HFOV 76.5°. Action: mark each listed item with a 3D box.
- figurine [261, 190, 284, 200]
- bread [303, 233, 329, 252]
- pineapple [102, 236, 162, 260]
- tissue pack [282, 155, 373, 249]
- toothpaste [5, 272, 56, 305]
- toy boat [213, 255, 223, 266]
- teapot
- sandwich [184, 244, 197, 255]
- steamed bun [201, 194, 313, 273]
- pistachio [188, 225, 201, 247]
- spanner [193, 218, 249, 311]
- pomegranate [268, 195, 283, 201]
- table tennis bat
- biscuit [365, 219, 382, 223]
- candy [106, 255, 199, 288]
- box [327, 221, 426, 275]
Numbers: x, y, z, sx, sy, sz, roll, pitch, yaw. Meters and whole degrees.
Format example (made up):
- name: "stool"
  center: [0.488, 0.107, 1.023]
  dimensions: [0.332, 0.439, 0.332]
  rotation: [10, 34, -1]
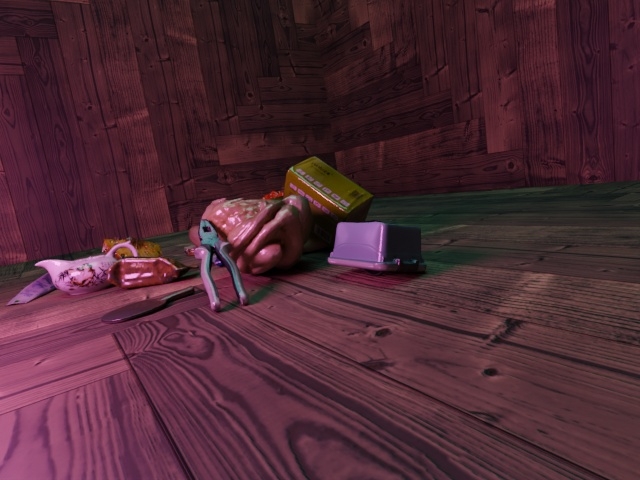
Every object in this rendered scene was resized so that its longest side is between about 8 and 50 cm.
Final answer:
- name: "figurine"
  center: [-0.163, -0.119, 2.059]
  dimensions: [0.306, 0.241, 0.412]
  rotation: [-33, 31, -6]
- name: "bread"
  center: [0.000, 0.000, 1.525]
  dimensions: [0.178, 0.060, 0.139]
  rotation: [-11, 9, -15]
- name: "pineapple"
  center: [-0.750, 0.092, 1.604]
  dimensions: [0.164, 0.140, 0.250]
  rotation: [-46, -25, 10]
- name: "tissue pack"
  center: [0.019, -0.131, 1.432]
  dimensions: [0.274, 0.200, 0.167]
  rotation: [39, 49, 22]
- name: "toothpaste"
  center: [-1.013, 0.170, 1.482]
  dimensions: [0.075, 0.048, 0.301]
  rotation: [18, 14, -6]
- name: "toy boat"
  center: [-0.362, 0.042, 1.561]
  dimensions: [0.291, 0.067, 0.220]
  rotation: [-9, 23, 43]
- name: "teapot"
  center: [-0.790, 0.096, 1.411]
  dimensions: [0.299, 0.166, 0.208]
  rotation: [-25, 3, -28]
- name: "sandwich"
  center: [-0.600, 0.046, 1.904]
  dimensions: [0.093, 0.036, 0.105]
  rotation: [-7, 10, 4]
- name: "steamed bun"
  center: [-0.186, -0.015, 1.238]
  dimensions: [0.372, 0.230, 0.325]
  rotation: [-4, 1, 24]
- name: "pistachio"
  center: [-0.522, -0.008, 1.858]
  dimensions: [0.185, 0.126, 0.108]
  rotation: [14, 37, 12]
- name: "spanner"
  center: [-0.264, 0.048, 1.020]
  dimensions: [0.095, 0.040, 0.325]
  rotation: [-10, 43, -22]
- name: "pomegranate"
  center: [-0.146, -0.064, 1.628]
  dimensions: [0.211, 0.263, 0.211]
  rotation: [-17, 49, 21]
- name: "table tennis bat"
  center: [-0.434, 0.164, 1.040]
  dimensions: [0.234, 0.022, 0.131]
  rotation: [-19, 12, -41]
- name: "biscuit"
  center: [0.179, -0.063, 1.835]
  dimensions: [0.212, 0.036, 0.212]
  rotation: [-8, 8, 1]
- name: "candy"
  center: [-0.546, 0.099, 1.326]
  dimensions: [0.271, 0.101, 0.143]
  rotation: [-3, 3, -5]
- name: "box"
  center: [0.139, 0.022, 1.014]
  dimensions: [0.162, 0.130, 0.227]
  rotation: [4, 1, -35]
